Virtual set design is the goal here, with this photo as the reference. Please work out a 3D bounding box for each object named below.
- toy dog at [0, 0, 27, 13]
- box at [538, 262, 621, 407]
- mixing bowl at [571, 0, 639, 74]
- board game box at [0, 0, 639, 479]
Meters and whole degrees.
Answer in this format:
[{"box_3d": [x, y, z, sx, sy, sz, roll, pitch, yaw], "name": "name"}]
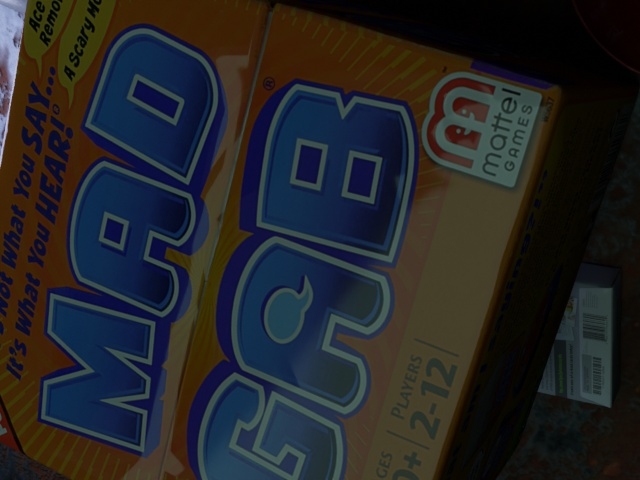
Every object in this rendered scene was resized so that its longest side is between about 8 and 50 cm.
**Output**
[{"box_3d": [-0.278, -0.240, 1.002, 0.333, 0.161, 0.220, 30, 132, 13], "name": "toy dog"}, {"box_3d": [0.204, 0.083, 0.990, 0.186, 0.038, 0.145, 8, 124, 28], "name": "box"}, {"box_3d": [0.275, -0.210, 0.699, 0.181, 0.098, 0.181, 17, 127, 24], "name": "mixing bowl"}, {"box_3d": [0.000, 0.000, 0.774, 0.356, 0.356, 0.357, 21, 106, 20], "name": "board game box"}]
